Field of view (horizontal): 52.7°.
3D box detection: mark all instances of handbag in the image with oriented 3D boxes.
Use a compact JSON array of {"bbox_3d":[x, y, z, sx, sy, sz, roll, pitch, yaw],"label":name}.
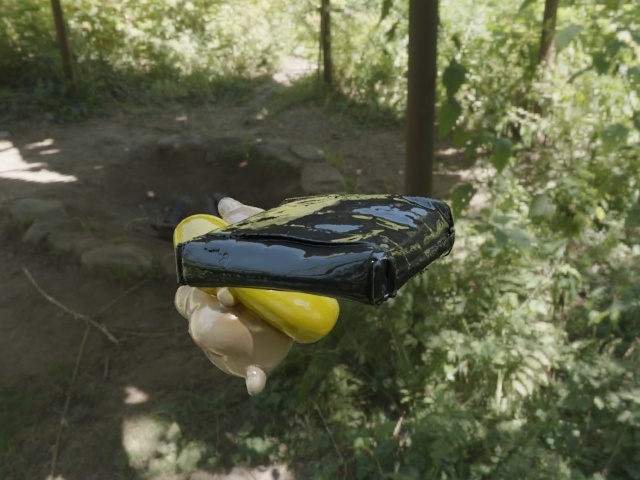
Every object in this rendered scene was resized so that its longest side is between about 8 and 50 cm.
[{"bbox_3d":[0.000,0.000,0.694,0.247,0.080,0.223,2,13,29],"label":"handbag"}]

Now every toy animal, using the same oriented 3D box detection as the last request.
[{"bbox_3d":[-0.151,0.088,1.098,0.278,0.246,0.345,24,21,-25],"label":"toy animal"}]
